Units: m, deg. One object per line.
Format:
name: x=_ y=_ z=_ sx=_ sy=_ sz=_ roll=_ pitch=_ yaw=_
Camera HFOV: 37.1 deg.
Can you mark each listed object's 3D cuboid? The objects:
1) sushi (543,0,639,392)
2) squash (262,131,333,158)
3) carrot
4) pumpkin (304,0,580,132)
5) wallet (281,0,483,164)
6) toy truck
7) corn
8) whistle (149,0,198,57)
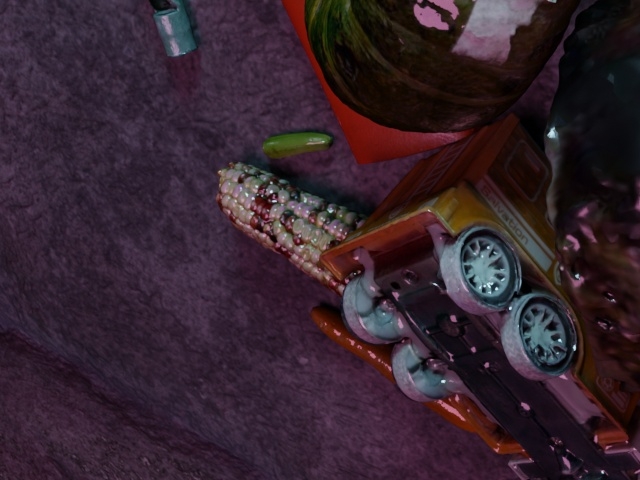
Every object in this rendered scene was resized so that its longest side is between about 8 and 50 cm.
sushi: x=0.319 y=-0.046 z=0.619 sx=0.294 sy=0.281 sz=0.299 roll=-2 pitch=125 yaw=44
squash: x=-0.026 y=-0.103 z=1.015 sx=0.089 sy=0.027 sz=0.027 roll=-6 pitch=116 yaw=37
carrot: x=0.090 y=0.144 z=1.091 sx=0.248 sy=0.043 sz=0.043 roll=32 pitch=133 yaw=18
pumpkin: x=0.101 y=-0.202 z=0.715 sx=0.189 sy=0.260 sz=0.260 roll=14 pitch=139 yaw=-20
wallet: x=0.052 y=-0.176 z=0.891 sx=0.142 sy=0.045 sz=0.204 roll=-13 pitch=112 yaw=38
toy truck: x=0.205 y=0.087 z=0.847 sx=0.387 sy=0.207 sz=0.173 roll=48 pitch=145 yaw=-12
corn: x=0.000 y=0.000 z=1.019 sx=0.281 sy=0.092 sz=0.092 roll=28 pitch=132 yaw=20
whistle: x=-0.171 y=-0.284 z=0.987 sx=0.039 sy=0.039 sz=0.186 roll=4 pitch=121 yaw=35
